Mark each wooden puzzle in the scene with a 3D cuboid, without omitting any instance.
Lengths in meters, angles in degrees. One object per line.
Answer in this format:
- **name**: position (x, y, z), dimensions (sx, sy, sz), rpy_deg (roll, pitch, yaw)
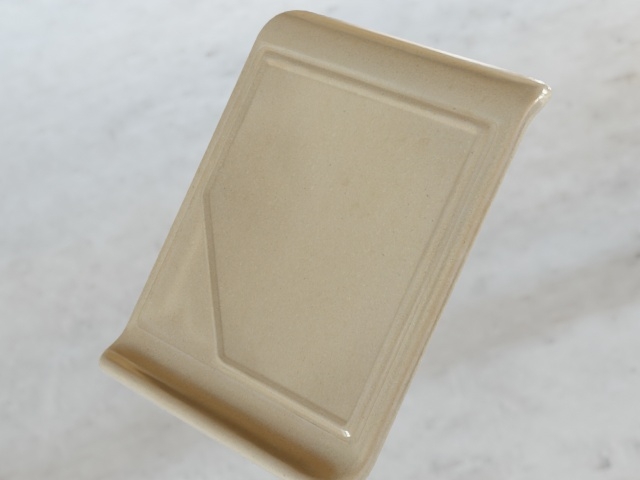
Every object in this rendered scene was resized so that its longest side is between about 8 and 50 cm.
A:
- **wooden puzzle**: position (0.000, 0.000, 1.048), dimensions (0.221, 0.044, 0.239), rpy_deg (24, 84, 48)
